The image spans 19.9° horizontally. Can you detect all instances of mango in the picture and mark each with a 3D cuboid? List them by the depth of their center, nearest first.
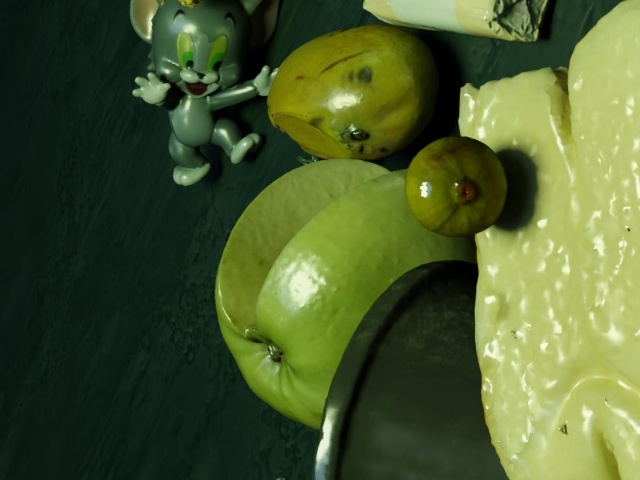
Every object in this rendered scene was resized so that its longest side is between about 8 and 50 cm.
[{"bbox_3d":[0.028,-0.162,1.958,0.262,0.167,0.130,12,137,60],"label":"mango"}]

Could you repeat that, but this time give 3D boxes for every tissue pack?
[{"bbox_3d":[0.144,-0.302,1.859,0.222,0.090,0.186,19,101,52],"label":"tissue pack"}]

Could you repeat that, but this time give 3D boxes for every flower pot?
[{"bbox_3d":[0.188,0.203,1.587,0.251,0.379,0.379,6,92,36],"label":"flower pot"}]

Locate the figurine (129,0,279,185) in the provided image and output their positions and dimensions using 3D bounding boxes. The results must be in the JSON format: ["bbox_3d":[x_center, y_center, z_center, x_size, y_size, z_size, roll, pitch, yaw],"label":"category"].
[{"bbox_3d":[-0.129,-0.194,2.199,0.140,0.193,0.265,-91,-1,-46],"label":"figurine"}]

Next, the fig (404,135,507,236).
[{"bbox_3d":[0.095,-0.040,1.309,0.088,0.074,0.074,-127,46,-78],"label":"fig"}]

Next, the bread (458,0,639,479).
[{"bbox_3d":[0.322,0.033,1.360,0.279,0.371,0.390,-14,78,51],"label":"bread"}]

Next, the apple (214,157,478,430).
[{"bbox_3d":[0.036,0.054,1.815,0.292,0.254,0.292,41,149,31],"label":"apple"}]

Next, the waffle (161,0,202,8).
[{"bbox_3d":[-0.131,-0.360,2.137,0.228,0.231,0.051,23,142,31],"label":"waffle"}]

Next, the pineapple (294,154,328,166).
[{"bbox_3d":[0.001,0.000,2.039,0.103,0.083,0.221,33,113,53],"label":"pineapple"}]

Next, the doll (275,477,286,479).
[{"bbox_3d":[-0.065,0.313,2.126,0.127,0.073,0.084,-13,44,49],"label":"doll"}]
